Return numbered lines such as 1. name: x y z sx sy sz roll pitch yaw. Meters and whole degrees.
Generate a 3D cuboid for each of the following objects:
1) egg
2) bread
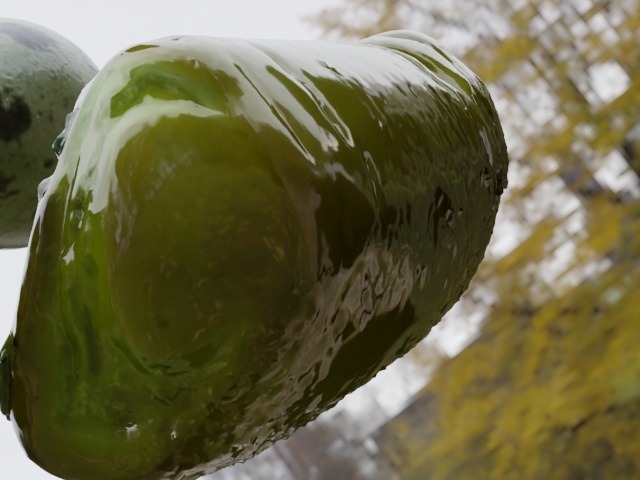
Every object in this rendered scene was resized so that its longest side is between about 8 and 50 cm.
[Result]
1. egg: -0.246 -0.081 1.482 0.177 0.177 0.228 -39 -11 9
2. bread: 0.000 0.000 0.819 0.383 0.112 0.166 -18 -56 -71
